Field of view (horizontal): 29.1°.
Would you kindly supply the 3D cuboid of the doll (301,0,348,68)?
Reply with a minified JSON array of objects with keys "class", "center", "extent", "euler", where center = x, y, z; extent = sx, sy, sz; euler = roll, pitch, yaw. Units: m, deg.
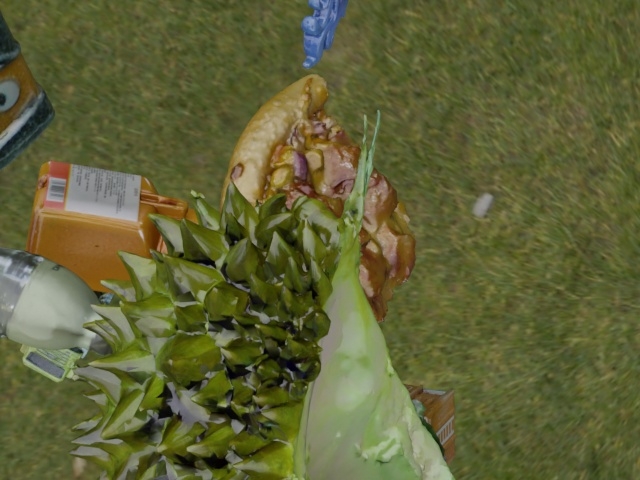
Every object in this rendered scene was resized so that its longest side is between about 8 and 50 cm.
[{"class":"doll","center":[0.014,-0.340,1.729],"extent":[0.067,0.110,0.206],"euler":[21,103,18]}]

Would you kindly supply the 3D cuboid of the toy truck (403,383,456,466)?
[{"class":"toy truck","center":[0.034,0.256,1.721],"extent":[0.305,0.162,0.136],"euler":[6,108,27]}]

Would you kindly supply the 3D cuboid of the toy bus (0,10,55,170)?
[{"class":"toy bus","center":[-0.267,-0.128,0.589],"extent":[0.138,0.167,0.275],"euler":[-40,57,-19]}]

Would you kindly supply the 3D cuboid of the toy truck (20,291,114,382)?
[{"class":"toy truck","center":[-0.375,0.130,1.802],"extent":[0.085,0.191,0.116],"euler":[30,117,-11]}]

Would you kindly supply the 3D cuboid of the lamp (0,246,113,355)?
[{"class":"lamp","center":[-0.331,0.061,1.368],"extent":[0.250,0.101,0.101],"euler":[25,95,3]}]

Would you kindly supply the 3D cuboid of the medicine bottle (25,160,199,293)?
[{"class":"medicine bottle","center":[-0.279,-0.010,1.662],"extent":[0.222,0.112,0.149],"euler":[9,133,-13]}]

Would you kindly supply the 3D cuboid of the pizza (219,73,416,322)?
[{"class":"pizza","center":[0.000,0.000,1.456],"extent":[0.114,0.277,0.409],"euler":[-21,54,50]}]

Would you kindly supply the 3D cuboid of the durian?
[{"class":"durian","center":[0.003,0.139,0.557],"extent":[0.169,0.157,0.355],"euler":[-33,110,-26]}]
